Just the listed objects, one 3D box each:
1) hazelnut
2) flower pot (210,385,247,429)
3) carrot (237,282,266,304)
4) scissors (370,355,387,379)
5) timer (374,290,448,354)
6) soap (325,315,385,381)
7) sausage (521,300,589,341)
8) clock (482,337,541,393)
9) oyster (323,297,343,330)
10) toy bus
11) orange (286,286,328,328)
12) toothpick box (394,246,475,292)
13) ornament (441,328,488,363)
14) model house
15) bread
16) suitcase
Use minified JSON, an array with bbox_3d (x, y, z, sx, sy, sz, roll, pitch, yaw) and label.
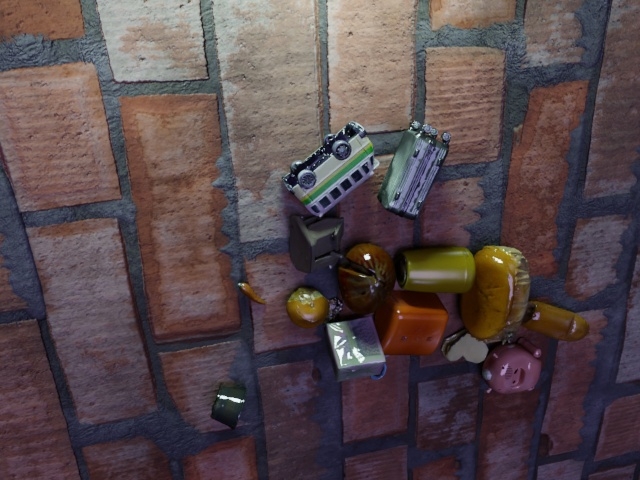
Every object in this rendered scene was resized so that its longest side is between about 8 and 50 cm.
[{"bbox_3d":[0.168,0.139,1.765,0.217,0.217,0.252,13,94,-18],"label":"hazelnut"},{"bbox_3d":[-0.348,0.617,1.870,0.106,0.157,0.157,19,106,-6],"label":"flower pot"},{"bbox_3d":[-0.246,0.193,1.785,0.035,0.035,0.142,-41,122,4],"label":"carrot"},{"bbox_3d":[0.251,0.448,2.009,0.125,0.030,0.256,23,104,-24],"label":"scissors"},{"bbox_3d":[0.342,0.341,1.925,0.257,0.161,0.250,4,114,-16],"label":"timer"},{"bbox_3d":[0.125,0.402,1.853,0.182,0.199,0.138,-9,141,-9],"label":"soap"},{"bbox_3d":[0.995,0.347,2.110,0.353,0.116,0.134,20,91,-23],"label":"sausage"},{"bbox_3d":[0.802,0.551,2.112,0.241,0.142,0.227,-6,112,-20],"label":"clock"},{"bbox_3d":[0.048,0.280,1.892,0.086,0.029,0.132,-5,110,-12],"label":"oyster"},{"bbox_3d":[0.045,-0.229,1.629,0.305,0.143,0.179,-40,117,3],"label":"toy bus"},{"bbox_3d":[-0.050,0.244,1.806,0.156,0.134,0.157,10,67,-23],"label":"orange"},{"bbox_3d":[0.413,0.110,1.840,0.271,0.175,0.175,0,111,-10],"label":"toothpick box"},{"bbox_3d":[0.617,0.428,2.080,0.201,0.059,0.180,11,109,-21],"label":"ornament"},{"bbox_3d":[-0.001,0.005,1.728,0.188,0.122,0.229,-16,129,-21],"label":"model house"},{"bbox_3d":[0.663,0.211,1.922,0.183,0.236,0.389,-3,104,-30],"label":"bread"},{"bbox_3d":[0.304,-0.234,1.662,0.128,0.202,0.312,19,106,-9],"label":"suitcase"}]
